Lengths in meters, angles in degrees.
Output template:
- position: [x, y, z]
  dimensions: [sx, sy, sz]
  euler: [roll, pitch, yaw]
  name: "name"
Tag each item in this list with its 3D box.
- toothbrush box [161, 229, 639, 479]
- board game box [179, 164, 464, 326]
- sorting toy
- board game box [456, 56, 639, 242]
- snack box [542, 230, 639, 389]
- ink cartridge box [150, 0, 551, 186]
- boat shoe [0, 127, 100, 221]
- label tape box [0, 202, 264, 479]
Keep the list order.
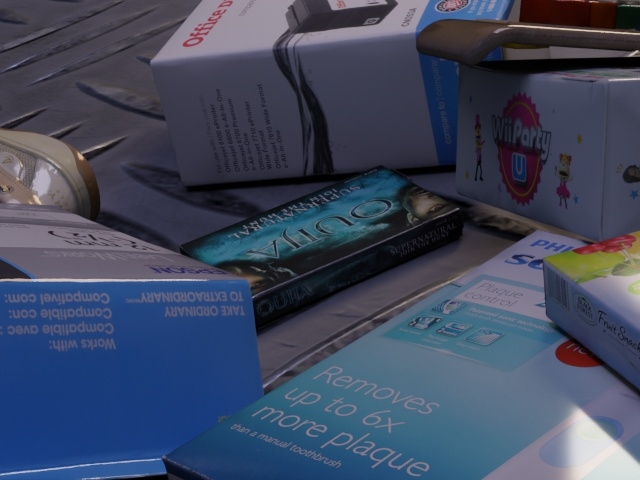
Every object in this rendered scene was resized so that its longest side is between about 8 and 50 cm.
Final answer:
- position: [0.109, 0.120, 0.735]
  dimensions: [0.295, 0.126, 0.216]
  euler: [-26, 29, -37]
  name: "toothbrush box"
- position: [0.000, 0.000, 1.150]
  dimensions: [0.186, 0.026, 0.126]
  euler: [-23, 28, -20]
  name: "board game box"
- position: [0.187, -0.151, 1.047]
  dimensions: [0.229, 0.041, 0.307]
  euler: [-2, 10, -6]
  name: "sorting toy"
- position: [0.267, -0.068, 0.957]
  dimensions: [0.303, 0.097, 0.224]
  euler: [-2, 10, -16]
  name: "board game box"
- position: [0.181, 0.035, 0.699]
  dimensions: [0.100, 0.037, 0.141]
  euler: [-16, 25, -15]
  name: "snack box"
- position: [0.034, -0.160, 1.333]
  dimensions: [0.307, 0.129, 0.223]
  euler: [-4, 28, 18]
  name: "ink cartridge box"
- position: [-0.332, -0.053, 1.321]
  dimensions: [0.302, 0.109, 0.098]
  euler: [15, 36, 34]
  name: "boat shoe"
- position: [-0.180, 0.057, 0.917]
  dimensions: [0.249, 0.115, 0.348]
  euler: [2, 9, -43]
  name: "label tape box"
